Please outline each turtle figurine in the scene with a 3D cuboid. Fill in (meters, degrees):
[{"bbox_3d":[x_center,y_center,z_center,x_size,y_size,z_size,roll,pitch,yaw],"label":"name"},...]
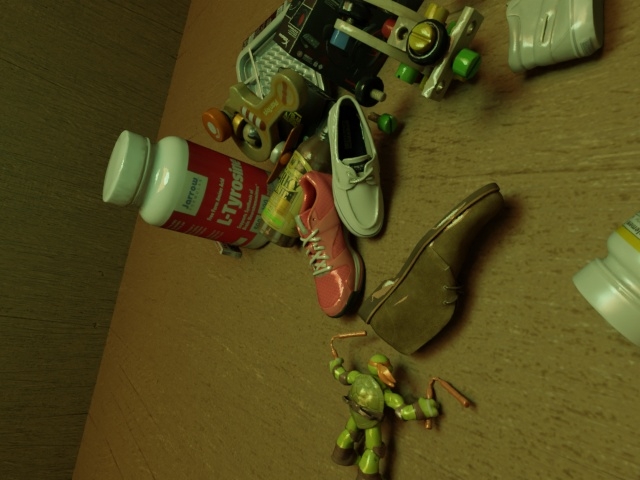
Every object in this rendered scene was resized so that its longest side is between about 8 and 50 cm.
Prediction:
[{"bbox_3d":[0.089,0.277,0.645,0.269,0.087,0.218,13,94,42],"label":"turtle figurine"}]

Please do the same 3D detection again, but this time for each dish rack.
[{"bbox_3d":[-0.099,-0.433,1.101,0.332,0.072,0.286,-14,89,49],"label":"dish rack"}]

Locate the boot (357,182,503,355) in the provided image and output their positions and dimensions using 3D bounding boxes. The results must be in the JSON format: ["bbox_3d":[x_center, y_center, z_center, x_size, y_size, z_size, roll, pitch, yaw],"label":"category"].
[{"bbox_3d":[0.188,0.053,0.618,0.115,0.112,0.305,48,120,26],"label":"boot"}]

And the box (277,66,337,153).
[{"bbox_3d":[-0.060,-0.306,1.008,0.191,0.045,0.184,45,132,29],"label":"box"}]

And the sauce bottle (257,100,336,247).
[{"bbox_3d":[-0.030,-0.150,0.936,0.345,0.111,0.111,-61,39,16],"label":"sauce bottle"}]

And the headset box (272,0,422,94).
[{"bbox_3d":[0.070,-0.490,0.845,0.293,0.217,0.110,-55,43,22],"label":"headset box"}]

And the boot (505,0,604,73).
[{"bbox_3d":[0.328,-0.374,0.578,0.123,0.095,0.259,-1,76,46],"label":"boot"}]

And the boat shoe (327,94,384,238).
[{"bbox_3d":[0.069,-0.138,0.760,0.088,0.096,0.268,133,131,-87],"label":"boat shoe"}]

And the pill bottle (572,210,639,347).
[{"bbox_3d":[0.363,0.004,0.379,0.209,0.119,0.119,-52,43,27],"label":"pill bottle"}]

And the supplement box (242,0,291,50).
[{"bbox_3d":[-0.120,-0.581,1.189,0.239,0.130,0.073,-9,71,51],"label":"supplement box"}]

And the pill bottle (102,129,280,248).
[{"bbox_3d":[-0.317,-0.127,1.042,0.228,0.407,0.229,-21,62,46],"label":"pill bottle"}]

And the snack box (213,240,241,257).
[{"bbox_3d":[-0.305,-0.003,1.264,0.178,0.064,0.022,47,115,48],"label":"snack box"}]

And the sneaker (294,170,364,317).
[{"bbox_3d":[0.000,0.000,0.822,0.115,0.136,0.315,-25,59,46],"label":"sneaker"}]

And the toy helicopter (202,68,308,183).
[{"bbox_3d":[-0.122,-0.273,0.942,0.140,0.235,0.355,-41,13,-28],"label":"toy helicopter"}]

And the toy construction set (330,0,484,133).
[{"bbox_3d":[0.201,-0.337,0.648,0.309,0.257,0.237,-51,52,4],"label":"toy construction set"}]
